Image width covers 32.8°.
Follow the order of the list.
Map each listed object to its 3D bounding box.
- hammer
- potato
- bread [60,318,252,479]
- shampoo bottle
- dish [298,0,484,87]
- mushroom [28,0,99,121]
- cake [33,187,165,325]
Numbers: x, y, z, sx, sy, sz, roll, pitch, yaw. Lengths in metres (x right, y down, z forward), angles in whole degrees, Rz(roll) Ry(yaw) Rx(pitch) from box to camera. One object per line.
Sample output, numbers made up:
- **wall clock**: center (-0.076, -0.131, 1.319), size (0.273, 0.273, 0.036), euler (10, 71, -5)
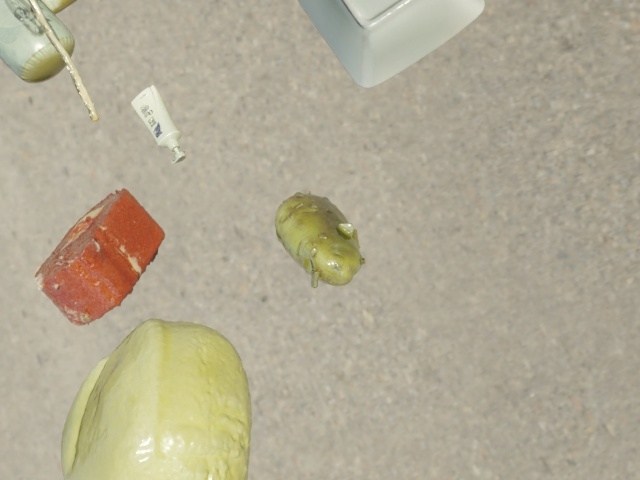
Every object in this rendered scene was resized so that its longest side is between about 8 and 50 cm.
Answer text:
- **hammer**: center (-0.406, -0.400, 1.734), size (0.202, 0.305, 0.113), euler (47, 163, 5)
- **potato**: center (0.000, 0.000, 1.557), size (0.225, 0.117, 0.090), euler (-119, 41, -59)
- **bread**: center (-0.210, 0.271, 1.505), size (0.320, 0.237, 0.321), euler (-37, 43, 45)
- **shampoo bottle**: center (-0.252, -0.182, 1.737), size (0.141, 0.049, 0.034), euler (57, 178, 22)
- **dish**: center (0.041, -0.285, 1.088), size (0.234, 0.154, 0.064), euler (57, -176, 18)
- **mushroom**: center (-0.381, -0.297, 1.530), size (0.028, 0.025, 0.286), euler (-130, 16, -79)
- **cake**: center (-0.432, 0.033, 2.104), size (0.176, 0.283, 0.151), euler (-19, 122, 32)
